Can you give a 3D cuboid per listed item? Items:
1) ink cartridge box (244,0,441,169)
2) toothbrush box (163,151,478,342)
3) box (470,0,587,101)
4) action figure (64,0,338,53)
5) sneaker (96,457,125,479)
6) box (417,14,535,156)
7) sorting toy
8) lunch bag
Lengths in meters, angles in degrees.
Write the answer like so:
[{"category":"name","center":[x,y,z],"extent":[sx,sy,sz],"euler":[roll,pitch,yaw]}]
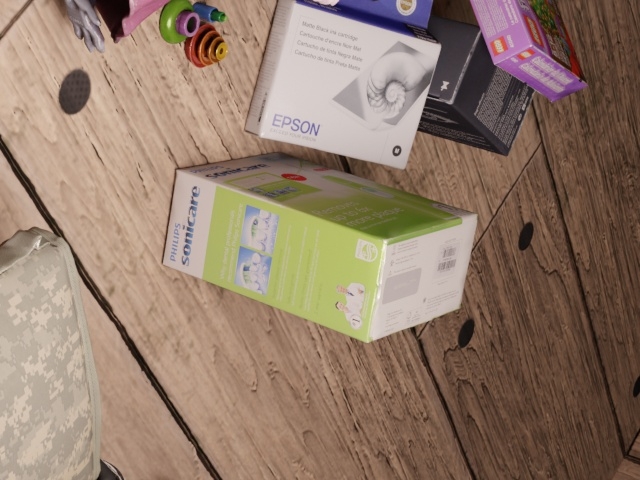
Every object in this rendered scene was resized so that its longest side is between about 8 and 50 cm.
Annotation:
[{"category":"ink cartridge box","center":[0.036,-0.211,1.982],"extent":[0.223,0.045,0.224],"euler":[10,98,-35]},{"category":"toothbrush box","center":[0.000,0.000,1.884],"extent":[0.206,0.283,0.122],"euler":[-14,117,-55]},{"category":"box","center":[0.235,-0.334,2.129],"extent":[0.201,0.057,0.293],"euler":[17,51,-60]},{"category":"action figure","center":[-0.099,-0.341,1.602],"extent":[0.370,0.248,0.275],"euler":[-37,113,-15]},{"category":"sneaker","center":[-0.232,0.302,1.833],"extent":[0.330,0.130,0.147],"euler":[-2,110,-58]},{"category":"box","center":[0.162,-0.205,2.160],"extent":[0.207,0.153,0.108],"euler":[34,77,-59]},{"category":"sorting toy","center":[-0.127,-0.223,1.794],"extent":[0.061,0.042,0.102],"euler":[-64,149,-11]},{"category":"lunch bag","center":[-0.327,0.145,1.544],"extent":[0.235,0.169,0.287],"euler":[-42,144,-50]}]
